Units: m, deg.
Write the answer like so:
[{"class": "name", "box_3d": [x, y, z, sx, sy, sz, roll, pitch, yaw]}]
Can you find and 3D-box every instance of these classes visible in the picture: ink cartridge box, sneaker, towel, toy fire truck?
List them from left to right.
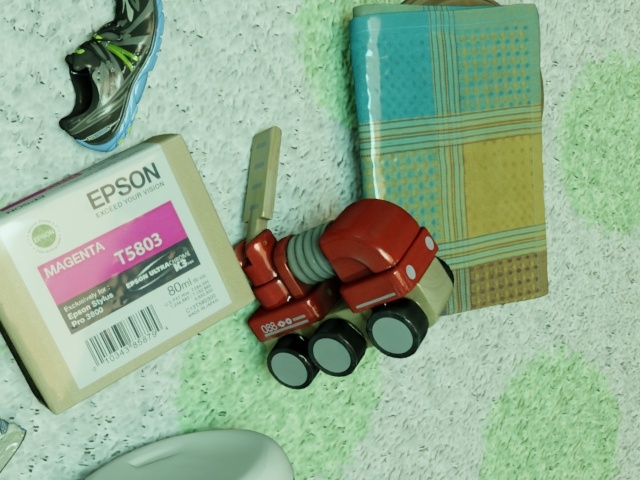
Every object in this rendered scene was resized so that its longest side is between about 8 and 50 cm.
[{"class": "sneaker", "box_3d": [-0.341, 0.223, 0.833, 0.058, 0.052, 0.135, 37, 76, -8]}, {"class": "ink cartridge box", "box_3d": [-0.210, 0.027, 0.874, 0.234, 0.088, 0.193, -30, 107, -24]}, {"class": "sneaker", "box_3d": [-0.210, -0.184, 0.877, 0.078, 0.067, 0.188, 19, 85, -35]}, {"class": "toy fire truck", "box_3d": [0.000, 0.000, 0.931, 0.246, 0.217, 0.158, 57, 38, -13]}, {"class": "towel", "box_3d": [0.162, -0.097, 1.063, 0.271, 0.040, 0.371, -7, 97, -28]}]

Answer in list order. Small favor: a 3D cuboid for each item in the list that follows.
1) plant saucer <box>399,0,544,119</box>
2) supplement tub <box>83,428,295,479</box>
[{"class": "plant saucer", "box_3d": [0.183, -0.186, 1.114, 0.277, 0.041, 0.278, -1, 91, -29]}, {"class": "supplement tub", "box_3d": [-0.109, 0.371, 0.861, 0.228, 0.228, 0.317, -17, 100, -28]}]
